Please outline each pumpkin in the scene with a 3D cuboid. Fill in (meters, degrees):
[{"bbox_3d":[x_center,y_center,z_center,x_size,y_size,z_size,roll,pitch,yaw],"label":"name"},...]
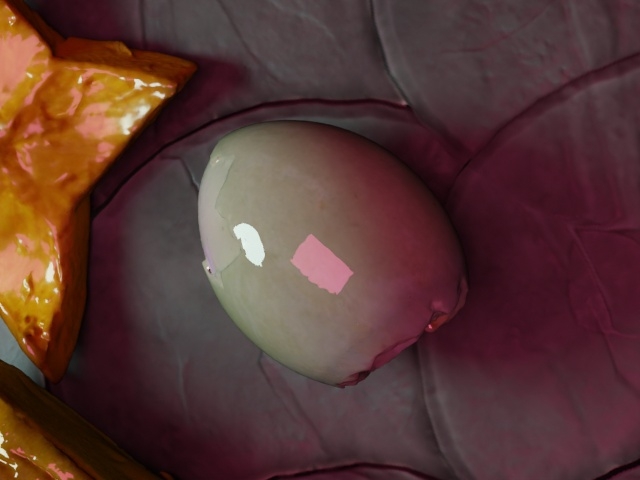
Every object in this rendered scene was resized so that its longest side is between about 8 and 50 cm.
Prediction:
[{"bbox_3d":[-0.264,-0.070,1.380,0.258,0.095,0.290,26,97,-6],"label":"pumpkin"}]

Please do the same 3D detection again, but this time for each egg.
[{"bbox_3d":[0.000,0.000,1.300,0.183,0.183,0.217,-38,83,11],"label":"egg"}]

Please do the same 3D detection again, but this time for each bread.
[{"bbox_3d":[-0.229,0.205,1.351,0.269,0.195,0.143,38,92,12],"label":"bread"}]
